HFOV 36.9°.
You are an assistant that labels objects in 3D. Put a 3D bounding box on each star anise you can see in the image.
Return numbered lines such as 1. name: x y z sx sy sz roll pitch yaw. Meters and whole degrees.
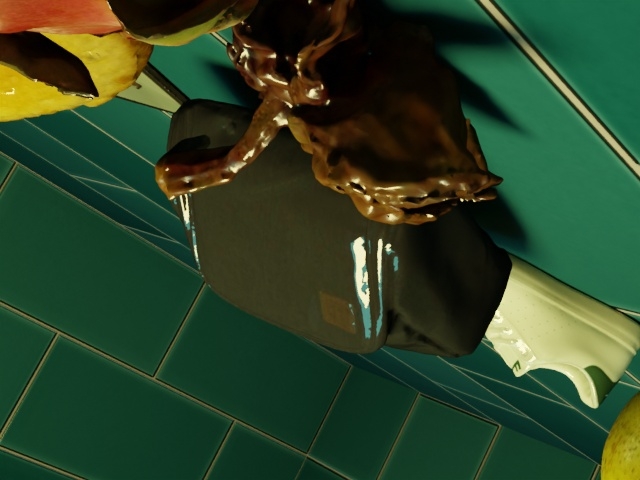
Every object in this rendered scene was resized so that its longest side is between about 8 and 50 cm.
1. star anise: -0.006 -0.083 0.683 0.346 0.148 0.237 -1 149 49

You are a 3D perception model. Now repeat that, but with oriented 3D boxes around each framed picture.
1. framed picture: -0.306 -0.228 1.096 0.324 0.013 0.244 20 168 37

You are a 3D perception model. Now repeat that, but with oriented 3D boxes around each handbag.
1. handbag: -0.001 0.003 0.911 0.302 0.177 0.275 22 178 31

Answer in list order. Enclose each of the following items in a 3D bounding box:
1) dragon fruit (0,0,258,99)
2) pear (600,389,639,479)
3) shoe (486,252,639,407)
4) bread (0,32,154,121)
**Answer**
1. dragon fruit: -0.085 -0.161 0.321 0.224 0.224 0.227 34 -173 -31
2. pear: 0.379 0.209 0.790 0.294 0.294 0.294 27 170 5
3. shoe: 0.217 0.088 1.048 0.265 0.110 0.095 24 170 6
4. bread: -0.227 -0.171 0.617 0.269 0.145 0.268 -6 165 -2
